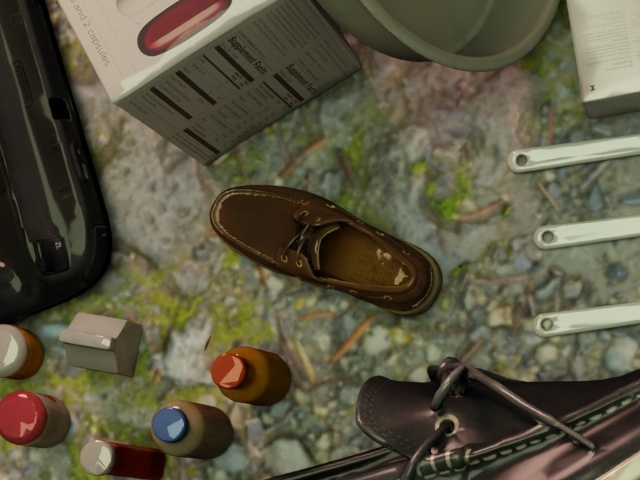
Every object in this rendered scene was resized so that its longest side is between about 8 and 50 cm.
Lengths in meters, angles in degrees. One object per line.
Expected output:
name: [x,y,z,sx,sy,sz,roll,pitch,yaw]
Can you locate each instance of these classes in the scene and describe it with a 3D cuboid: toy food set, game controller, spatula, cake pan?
toy food set: [-0.149,0.110,1.252,0.232,0.104,0.111,9,84,14]
game controller: [-0.267,-0.092,1.344,0.166,0.067,0.319,-23,76,24]
spatula: [0.256,-0.012,1.222,0.242,0.019,0.168,-9,80,12]
cake pan: [0.060,-0.250,1.188,0.054,0.293,0.293,-14,77,42]

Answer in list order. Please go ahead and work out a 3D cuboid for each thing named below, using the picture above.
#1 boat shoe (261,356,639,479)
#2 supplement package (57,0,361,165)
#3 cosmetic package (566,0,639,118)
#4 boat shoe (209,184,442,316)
boat shoe: [0.090,0.147,1.154,0.500,0.187,0.156,-27,82,13]
supplement package: [-0.111,-0.216,1.243,0.145,0.204,0.262,-31,75,7]
cosmetic package: [0.293,-0.154,1.213,0.239,0.060,0.099,-9,77,12]
boat shoe: [0.000,0.001,1.257,0.178,0.060,0.064,22,87,15]
